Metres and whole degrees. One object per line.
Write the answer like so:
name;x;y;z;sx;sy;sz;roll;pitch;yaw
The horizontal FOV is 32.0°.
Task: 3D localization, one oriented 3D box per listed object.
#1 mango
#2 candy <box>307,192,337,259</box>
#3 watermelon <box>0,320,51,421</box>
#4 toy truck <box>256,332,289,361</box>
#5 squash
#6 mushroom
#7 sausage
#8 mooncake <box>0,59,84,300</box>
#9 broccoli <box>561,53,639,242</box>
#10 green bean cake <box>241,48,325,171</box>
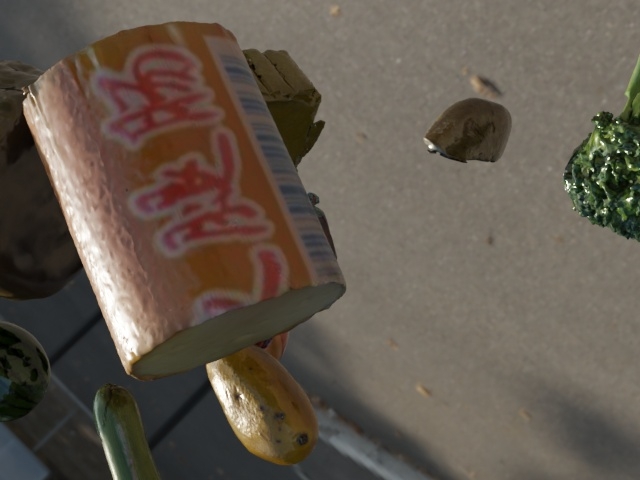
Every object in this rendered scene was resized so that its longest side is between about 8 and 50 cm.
mango;-0.090;0.227;1.597;0.227;0.109;0.147;45;158;28
candy;0.000;0.000;1.961;0.043;0.045;0.175;-22;84;61
watermelon;-0.475;0.173;1.591;0.187;0.141;0.141;41;163;-15
toy truck;-0.147;0.088;1.920;0.265;0.239;0.189;33;147;9
squash;-0.195;0.237;1.169;0.183;0.052;0.052;70;161;2
mushroom;0.227;-0.159;1.622;0.072;0.094;0.210;17;-171;30
sausage;-0.130;-0.035;1.079;0.287;0.233;0.233;67;164;9
mooncake;-0.422;-0.087;1.531;0.187;0.324;0.324;19;152;22
broccoli;0.471;-0.127;1.429;0.249;0.302;0.375;33;-166;14
green bean cake;-0.131;-0.138;1.440;0.131;0.224;0.229;60;138;37
